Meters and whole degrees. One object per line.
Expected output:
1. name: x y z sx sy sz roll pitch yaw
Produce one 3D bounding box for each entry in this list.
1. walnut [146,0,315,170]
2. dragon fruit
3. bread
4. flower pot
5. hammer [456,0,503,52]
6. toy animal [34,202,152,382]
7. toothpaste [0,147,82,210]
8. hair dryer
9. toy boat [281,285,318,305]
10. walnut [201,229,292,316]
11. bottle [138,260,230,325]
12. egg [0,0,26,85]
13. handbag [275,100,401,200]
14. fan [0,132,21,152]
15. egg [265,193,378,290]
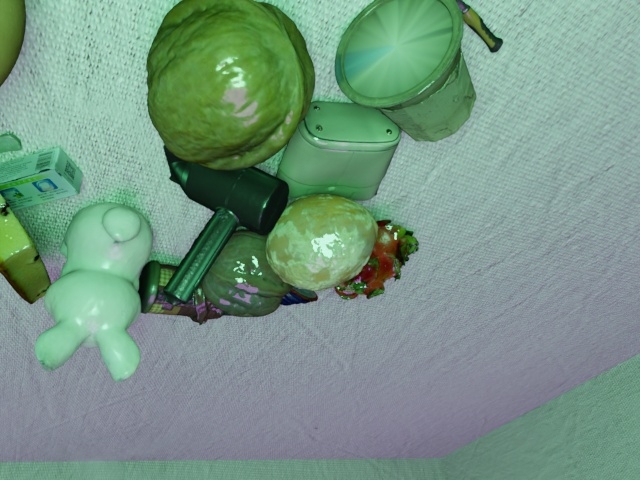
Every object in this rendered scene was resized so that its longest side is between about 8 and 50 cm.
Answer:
1. walnut: -0.146 -0.238 0.802 0.283 0.227 0.283 14 121 24
2. dragon fruit: 0.134 0.046 1.253 0.269 0.200 0.198 7 144 -23
3. bread: -0.608 0.024 1.032 0.077 0.138 0.361 -34 177 -27
4. flower pot: 0.164 -0.266 0.862 0.212 0.212 0.202 -29 146 24
5. hammer: 0.240 -0.376 0.870 0.078 0.021 0.201 -35 135 30
6. toy animal: -0.454 0.103 1.079 0.196 0.367 0.241 15 148 -25
7. toothpaste: -0.640 -0.095 1.010 0.336 0.067 0.081 -13 144 5
8. hair dryer: -0.235 -0.034 0.974 0.244 0.302 0.116 25 158 13
9. toy boat: 0.000 0.089 1.412 0.318 0.072 0.219 -16 141 -7
10. walnut: -0.169 0.077 1.233 0.224 0.224 0.224 -6 143 -5
11. bottle: -0.322 0.145 1.334 0.271 0.143 0.156 14 137 -30
12. egg: -0.536 -0.270 0.606 0.374 0.301 0.301 -19 142 15
13. handbag: 0.026 -0.154 1.092 0.241 0.109 0.315 2 155 -13
14. fan: -0.646 -0.162 0.963 0.193 0.016 0.038 -14 140 4
15. egg: 0.000 0.000 1.077 0.245 0.203 0.203 -20 142 27
